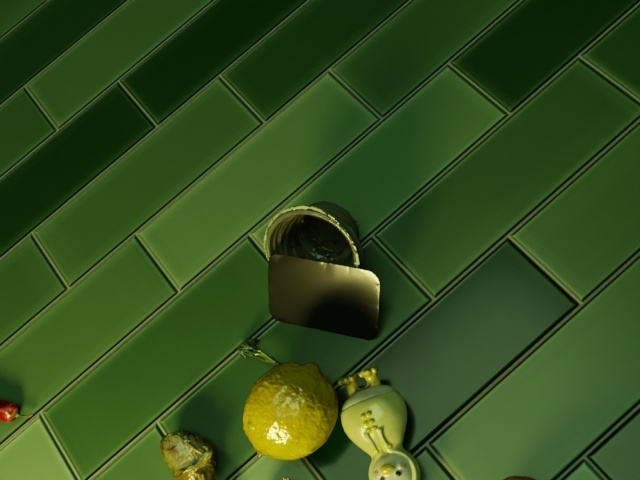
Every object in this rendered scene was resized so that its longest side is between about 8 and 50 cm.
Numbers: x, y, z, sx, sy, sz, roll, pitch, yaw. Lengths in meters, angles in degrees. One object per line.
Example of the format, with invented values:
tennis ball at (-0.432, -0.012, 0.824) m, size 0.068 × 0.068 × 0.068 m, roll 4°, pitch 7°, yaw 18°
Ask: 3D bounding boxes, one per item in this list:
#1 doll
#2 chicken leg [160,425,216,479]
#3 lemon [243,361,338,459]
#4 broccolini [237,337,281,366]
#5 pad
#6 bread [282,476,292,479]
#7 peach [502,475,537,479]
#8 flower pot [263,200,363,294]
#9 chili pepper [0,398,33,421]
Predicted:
doll at (0.127, 0.408, 1.569) m, size 0.141 × 0.117 × 0.296 m, roll -24°, pitch 64°, yaw 9°
chicken leg at (-0.264, 0.500, 1.659) m, size 0.103 × 0.088 × 0.227 m, roll -38°, pitch 60°, yaw -16°
lemon at (-0.062, 0.359, 1.601) m, size 0.192 × 0.192 × 0.231 m, roll 34°, pitch 93°, yaw 25°
broccolini at (-0.112, 0.277, 1.727) m, size 0.194 × 0.052 × 0.054 m, roll 30°, pitch 82°, yaw 24°
pad at (0.004, 0.127, 1.712) m, size 0.267 × 0.181 × 0.004 m, roll 10°, pitch 28°, yaw 19°
bread at (-0.084, 0.596, 1.583) m, size 0.103 × 0.065 × 0.187 m, roll -17°, pitch 66°, yaw 10°
peach at (0.381, 0.534, 1.418) m, size 0.184 × 0.184 × 0.184 m, roll -6°, pitch 67°, yaw 13°
flower pot at (0.000, 0.000, 1.734) m, size 0.235 × 0.236 × 0.140 m, roll 11°, pitch 34°, yaw 19°
chili pepper at (-0.789, 0.411, 1.856) m, size 0.191 × 0.059 × 0.050 m, roll 10°, pitch 80°, yaw 17°
